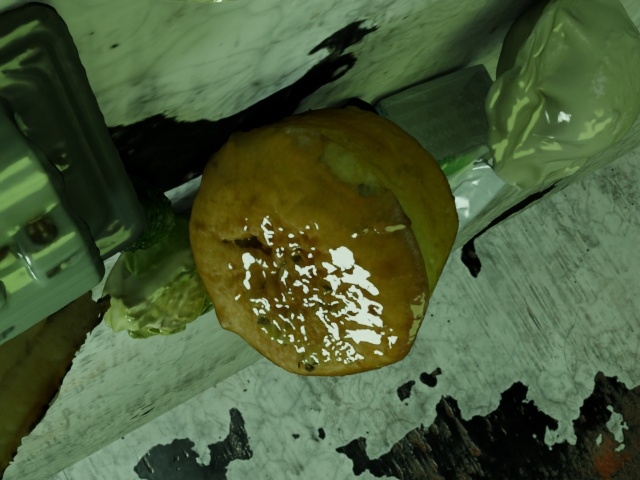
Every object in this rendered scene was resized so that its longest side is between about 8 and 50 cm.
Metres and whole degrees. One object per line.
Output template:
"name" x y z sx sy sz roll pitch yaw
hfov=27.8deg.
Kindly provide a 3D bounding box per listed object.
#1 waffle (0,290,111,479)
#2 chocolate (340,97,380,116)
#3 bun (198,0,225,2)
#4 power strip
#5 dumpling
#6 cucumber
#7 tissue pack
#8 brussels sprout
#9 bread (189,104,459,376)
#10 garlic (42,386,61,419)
"waffle" -0.302 0.139 1.031 0.213 0.091 0.308 -36 -165 23
"chocolate" -0.002 -0.075 1.269 0.070 0.072 0.147 13 135 -45
"bun" -0.019 -0.165 0.527 0.188 0.111 0.164 -27 168 -3
"power strip" -0.221 0.013 0.748 0.257 0.092 0.251 -34 160 -12
"dumpling" 0.231 -0.146 1.273 0.193 0.147 0.258 -45 146 -25
"cucumber" -0.158 -0.021 1.060 0.069 0.069 0.227 -31 175 5
"tissue pack" 0.101 -0.064 1.411 0.159 0.145 0.229 -24 169 -34
"brussels sprout" -0.149 0.028 1.272 0.181 0.100 0.139 -19 156 -47
"bread" 0.000 0.000 1.156 0.146 0.268 0.268 -39 179 -44
"garlic" -0.345 0.159 1.335 0.159 0.102 0.147 -23 -168 39
